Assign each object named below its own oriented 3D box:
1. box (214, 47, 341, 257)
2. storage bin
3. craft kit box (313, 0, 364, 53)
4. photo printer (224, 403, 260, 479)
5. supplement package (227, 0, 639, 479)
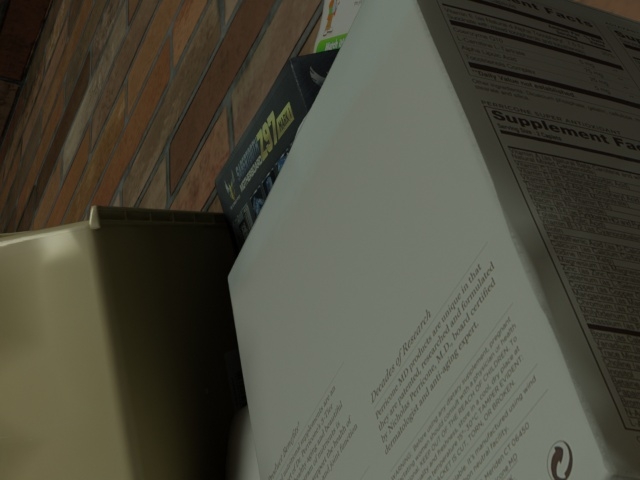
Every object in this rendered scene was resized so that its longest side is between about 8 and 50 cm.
[{"bbox_3d":[0.000,0.000,0.802,0.233,0.059,0.183,135,119,-66],"label":"box"},{"bbox_3d":[-0.132,0.115,0.848,0.260,0.123,0.262,0,-102,-73],"label":"storage bin"},{"bbox_3d":[0.059,-0.133,0.854,0.250,0.061,0.247,-172,91,-67],"label":"craft kit box"},{"bbox_3d":[0.020,0.229,0.685,0.256,0.107,0.307,143,132,-59],"label":"photo printer"},{"bbox_3d":[0.099,0.055,0.472,0.263,0.198,0.199,-104,33,-46],"label":"supplement package"}]
